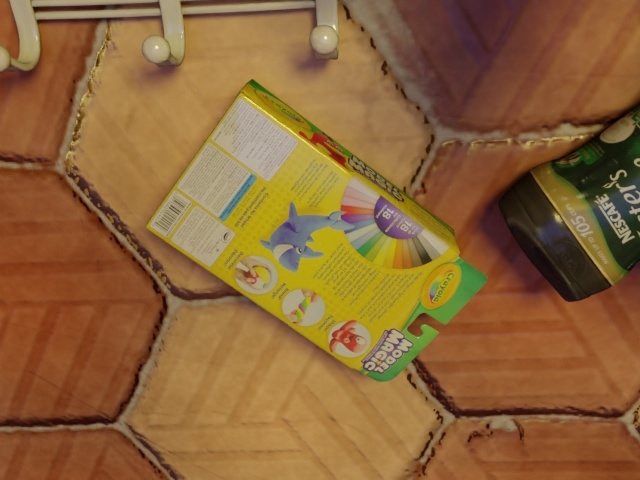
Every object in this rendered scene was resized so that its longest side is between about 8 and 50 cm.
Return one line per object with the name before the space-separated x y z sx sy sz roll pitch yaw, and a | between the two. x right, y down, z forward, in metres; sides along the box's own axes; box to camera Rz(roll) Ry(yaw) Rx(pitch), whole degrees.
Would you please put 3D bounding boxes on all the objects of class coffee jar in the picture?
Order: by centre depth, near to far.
coffee jar | 0.219 -0.040 0.479 0.184 0.079 0.096 -36 105 18

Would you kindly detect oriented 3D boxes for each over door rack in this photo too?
over door rack | -0.113 -0.259 0.401 0.240 0.108 0.324 -1 113 5

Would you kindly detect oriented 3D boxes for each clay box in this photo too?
clay box | 0.000 0.000 0.529 0.222 0.053 0.127 36 111 -11
